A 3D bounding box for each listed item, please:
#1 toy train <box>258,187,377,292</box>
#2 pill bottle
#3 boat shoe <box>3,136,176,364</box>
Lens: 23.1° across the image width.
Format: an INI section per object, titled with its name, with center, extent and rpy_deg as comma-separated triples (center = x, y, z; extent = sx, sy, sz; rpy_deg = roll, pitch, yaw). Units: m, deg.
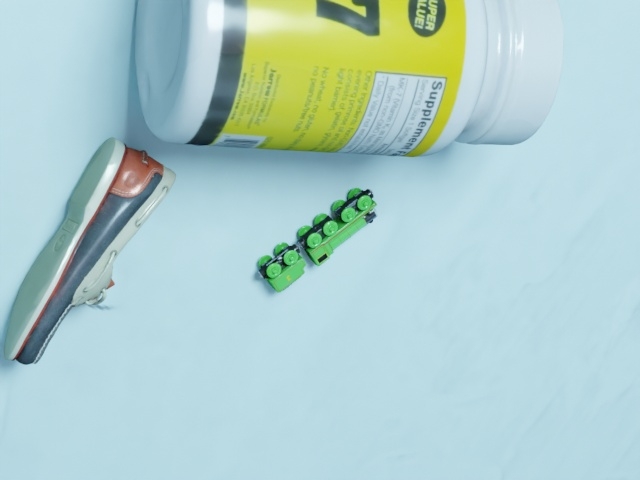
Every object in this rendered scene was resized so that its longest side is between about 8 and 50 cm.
[toy train]
center = 0.000, 0.000, 0.921
extent = 0.083, 0.017, 0.023
rpy_deg = -36, 125, -7
[pill bottle]
center = 0.015, -0.105, 0.838
extent = 0.209, 0.119, 0.119
rpy_deg = 2, 105, -22
[boat shoe]
center = -0.128, 0.011, 0.860
extent = 0.043, 0.049, 0.137
rpy_deg = 29, 89, -28
